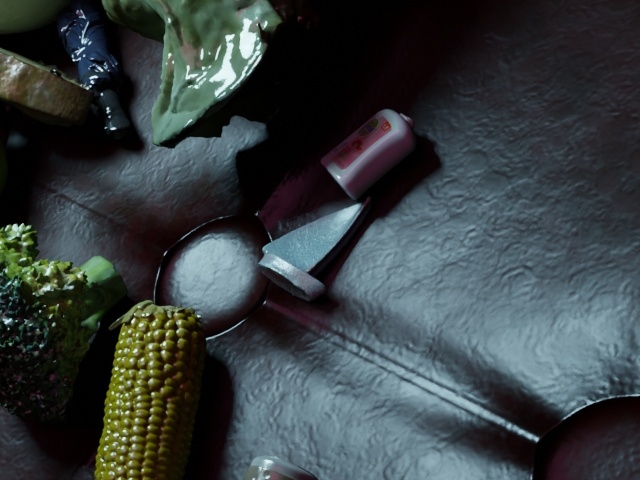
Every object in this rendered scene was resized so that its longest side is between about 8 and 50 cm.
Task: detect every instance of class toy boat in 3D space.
[{"bbox_3d":[0.000,0.000,1.261,0.096,0.034,0.122,29,69,37],"label":"toy boat"}]

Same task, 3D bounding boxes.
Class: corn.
[{"bbox_3d":[-0.166,0.181,1.197,0.091,0.091,0.260,-5,61,26],"label":"corn"}]

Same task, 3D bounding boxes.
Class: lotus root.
[{"bbox_3d":[-0.396,-0.207,1.532,0.260,0.170,0.074,26,93,58],"label":"lotus root"}]

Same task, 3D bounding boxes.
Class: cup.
[{"bbox_3d":[-0.034,0.246,1.083,0.102,0.074,0.099,8,65,35],"label":"cup"}]

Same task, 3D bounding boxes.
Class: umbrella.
[{"bbox_3d":[-0.280,-0.209,1.542,0.071,0.071,0.248,-29,53,12],"label":"umbrella"}]

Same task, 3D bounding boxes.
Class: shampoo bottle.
[{"bbox_3d":[0.054,-0.092,1.270,0.099,0.043,0.072,-40,30,2],"label":"shampoo bottle"}]

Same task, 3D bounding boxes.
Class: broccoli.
[{"bbox_3d":[-0.288,0.076,1.310,0.194,0.220,0.194,-29,8,5],"label":"broccoli"}]

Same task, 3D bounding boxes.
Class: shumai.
[{"bbox_3d":[-0.105,-0.263,1.301,0.292,0.330,0.288,17,46,-7],"label":"shumai"}]

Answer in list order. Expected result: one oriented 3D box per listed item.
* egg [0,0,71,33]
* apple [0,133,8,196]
[{"bbox_3d":[-0.385,-0.381,1.623,0.337,0.201,0.337,-48,16,19],"label":"egg"},{"bbox_3d":[-0.469,-0.095,1.497,0.196,0.196,0.196,-16,53,22],"label":"apple"}]
